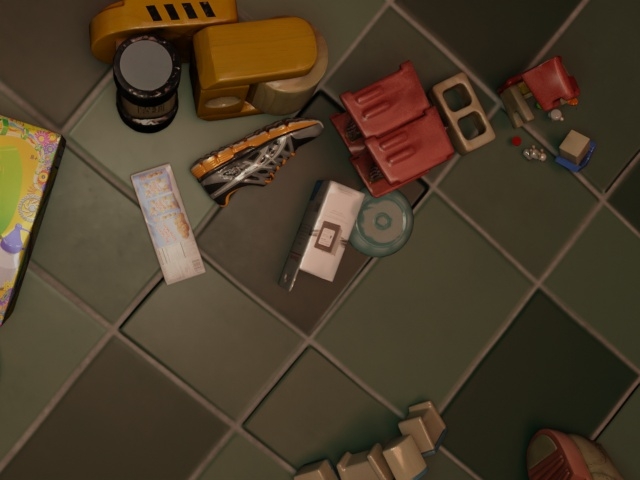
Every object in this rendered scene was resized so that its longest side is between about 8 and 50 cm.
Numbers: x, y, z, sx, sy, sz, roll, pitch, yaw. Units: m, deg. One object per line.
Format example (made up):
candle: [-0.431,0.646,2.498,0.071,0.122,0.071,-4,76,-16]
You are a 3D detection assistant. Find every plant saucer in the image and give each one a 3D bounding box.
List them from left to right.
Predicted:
plant saucer: [0.096,-0.031,1.584,0.119,0.021,0.119,-1,93,-11]

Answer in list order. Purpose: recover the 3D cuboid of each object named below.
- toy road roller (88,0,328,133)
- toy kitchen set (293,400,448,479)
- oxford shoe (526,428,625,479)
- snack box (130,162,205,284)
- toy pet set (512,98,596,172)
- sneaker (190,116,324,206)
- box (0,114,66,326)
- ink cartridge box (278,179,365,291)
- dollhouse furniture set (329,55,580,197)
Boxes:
toy road roller: [-0.168,-0.304,1.430,0.330,0.202,0.240,-6,83,-10]
toy kitchen set: [0.096,0.369,1.587,0.207,0.166,0.122,-22,98,27]
oxford shoe: [0.463,0.462,1.529,0.146,0.397,0.140,7,135,-24]
snack box: [-0.235,-0.025,1.516,0.064,0.022,0.178,-19,97,-9]
toy pet set: [0.397,-0.172,1.631,0.114,0.065,0.122,33,82,24]
sneaker: [-0.090,-0.127,1.515,0.215,0.084,0.083,-26,101,0]
box: [-0.540,-0.059,1.375,0.290,0.177,0.279,17,89,-12]
ink cartridge box: [0.000,0.000,1.524,0.060,0.104,0.180,21,89,-13]
dollhouse furniture set: [0.215,-0.215,1.493,0.374,0.201,0.152,-27,89,-7]
